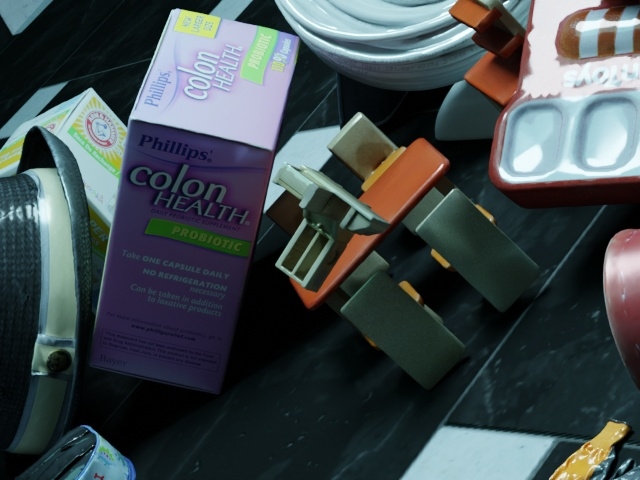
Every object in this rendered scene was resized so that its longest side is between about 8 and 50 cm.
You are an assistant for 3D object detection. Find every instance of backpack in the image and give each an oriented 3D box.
[{"bbox_3d":[-0.196,0.208,1.364,0.114,0.084,0.105,-49,22,-6],"label":"backpack"}]

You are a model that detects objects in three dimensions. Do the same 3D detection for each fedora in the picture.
[{"bbox_3d":[-0.307,0.061,1.526,0.334,0.152,0.334,-177,90,-68],"label":"fedora"}]

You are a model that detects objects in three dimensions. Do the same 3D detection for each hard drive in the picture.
[{"bbox_3d":[0.073,-0.234,1.684,0.054,0.172,0.254,10,43,16],"label":"hard drive"}]

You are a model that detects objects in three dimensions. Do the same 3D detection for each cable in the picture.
[{"bbox_3d":[0.078,-0.254,1.471,0.257,0.257,0.089,-42,-19,-2],"label":"cable"}]

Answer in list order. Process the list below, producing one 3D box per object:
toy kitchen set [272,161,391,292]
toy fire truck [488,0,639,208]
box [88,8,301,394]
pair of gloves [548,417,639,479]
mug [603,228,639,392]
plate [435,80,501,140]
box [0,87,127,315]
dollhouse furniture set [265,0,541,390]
[{"bbox_3d":[0.000,0.000,1.192,0.068,0.083,0.075,36,98,28],"label":"toy kitchen set"},{"bbox_3d":[0.268,-0.139,1.144,0.302,0.169,0.254,-1,68,33],"label":"toy fire truck"},{"bbox_3d":[-0.104,-0.036,1.474,0.213,0.117,0.243,-80,2,-59],"label":"box"},{"bbox_3d":[0.163,0.134,0.992,0.074,0.010,0.083,-46,22,-13],"label":"pair of gloves"},{"bbox_3d":[0.258,0.040,0.927,0.169,0.150,0.113,-22,-8,32],"label":"mug"},{"bbox_3d":[0.238,-0.195,1.470,0.277,0.045,0.278,-49,22,-18],"label":"plate"},{"bbox_3d":[-0.216,-0.030,1.705,0.114,0.203,0.103,-23,27,39],"label":"box"},{"bbox_3d":[0.073,-0.051,1.306,0.259,0.135,0.262,-47,21,3],"label":"dollhouse furniture set"}]
